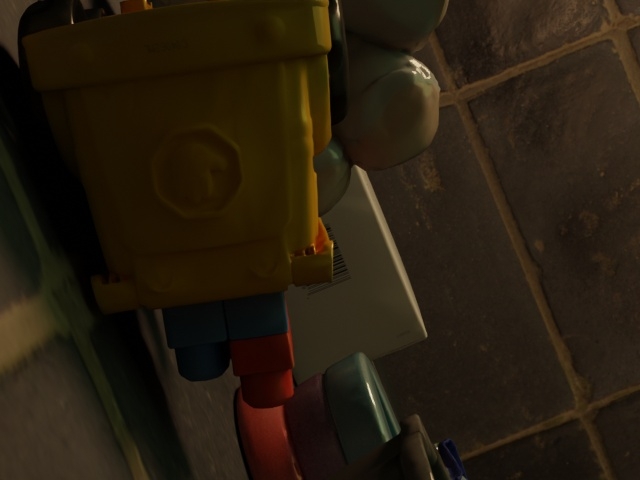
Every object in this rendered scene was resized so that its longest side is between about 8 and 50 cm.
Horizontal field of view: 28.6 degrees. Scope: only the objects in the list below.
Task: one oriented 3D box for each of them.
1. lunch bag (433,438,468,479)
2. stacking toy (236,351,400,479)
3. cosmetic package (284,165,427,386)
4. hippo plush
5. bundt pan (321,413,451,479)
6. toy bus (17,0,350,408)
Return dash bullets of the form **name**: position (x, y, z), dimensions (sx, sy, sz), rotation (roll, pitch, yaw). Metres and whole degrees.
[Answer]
- **lunch bag**: position (0.043, 0.202, 0.673), dimensions (0.096, 0.129, 0.151), rotation (-93, 159, -79)
- **stacking toy**: position (0.063, 0.217, 0.885), dimensions (0.279, 0.130, 0.309), rotation (-8, 76, -86)
- **cosmetic package**: position (0.000, 0.000, 1.264), dimensions (0.224, 0.138, 0.224), rotation (-97, 165, -83)
- **hippo plush**: position (-0.074, -0.141, 0.908), dimensions (0.294, 0.234, 0.236), rotation (22, 0, -20)
- **bundt pan**: position (0.040, 0.238, 0.437), dimensions (0.331, 0.124, 0.331), rotation (-23, 90, -87)
- **toy bus**: position (-0.053, -0.026, 0.648), dimensions (0.220, 0.149, 0.211), rotation (-108, -171, -81)
